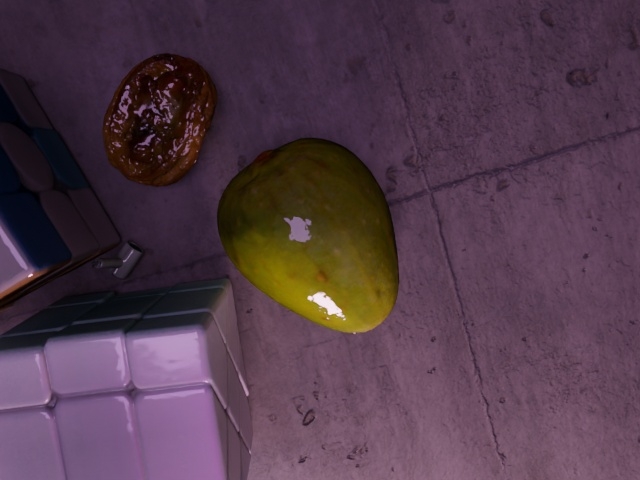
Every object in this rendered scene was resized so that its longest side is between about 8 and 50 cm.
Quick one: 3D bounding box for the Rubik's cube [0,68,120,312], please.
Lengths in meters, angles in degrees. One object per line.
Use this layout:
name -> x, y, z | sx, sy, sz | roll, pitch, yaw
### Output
Rubik's cube -> -0.565, -0.042, 0.850 | 0.344, 0.347, 0.346 | -30, 97, 1

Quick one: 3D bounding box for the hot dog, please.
hot dog -> -0.261, -0.198, 0.964 | 0.160, 0.099, 0.227 | 20, 93, -5

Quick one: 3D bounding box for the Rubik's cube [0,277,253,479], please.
Rubik's cube -> -0.287, 0.254, 0.907 | 0.316, 0.322, 0.318 | -8, 98, -2

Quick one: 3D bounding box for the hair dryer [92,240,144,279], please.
hair dryer -> -0.346, 0.033, 0.976 | 0.038, 0.124, 0.063 | 37, 94, 8

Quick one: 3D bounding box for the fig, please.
fig -> 0.000, 0.000, 0.922 | 0.258, 0.258, 0.326 | -39, 103, 3
